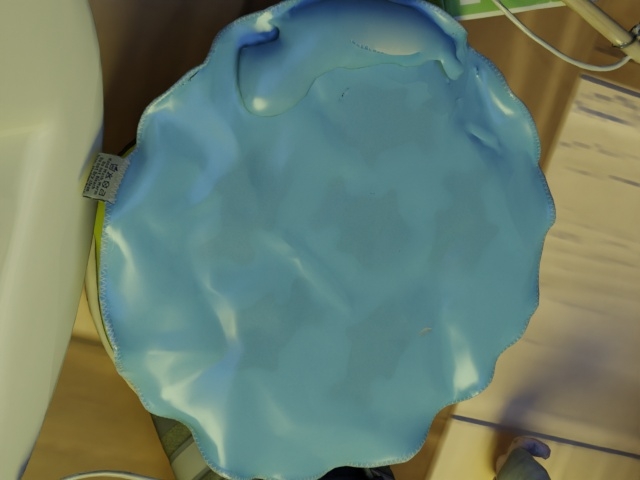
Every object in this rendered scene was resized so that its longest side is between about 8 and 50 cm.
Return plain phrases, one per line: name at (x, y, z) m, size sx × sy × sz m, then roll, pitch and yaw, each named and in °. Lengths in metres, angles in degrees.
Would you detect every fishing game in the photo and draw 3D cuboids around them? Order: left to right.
fishing game at (0.000, 0.000, 0.686) m, size 0.189 × 0.041 × 0.264 m, roll 27°, pitch 92°, yaw -34°

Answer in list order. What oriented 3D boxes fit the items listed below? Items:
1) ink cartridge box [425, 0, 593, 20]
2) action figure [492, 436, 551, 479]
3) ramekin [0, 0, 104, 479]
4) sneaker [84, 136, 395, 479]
ink cartridge box at (0.066, -0.129, 0.745) m, size 0.209 × 0.109 × 0.062 m, roll -11°, pitch 111°, yaw -22°
action figure at (0.233, 0.174, 0.850) m, size 0.248 × 0.276 × 0.370 m, roll 38°, pitch 75°, yaw -36°
ramekin at (-0.170, 0.008, 0.571) m, size 0.135 × 0.277 × 0.277 m, roll 14°, pitch 104°, yaw 10°
sneaker at (-0.010, 0.087, 0.775) m, size 0.111 × 0.121 × 0.300 m, roll -24°, pitch 116°, yaw -17°
